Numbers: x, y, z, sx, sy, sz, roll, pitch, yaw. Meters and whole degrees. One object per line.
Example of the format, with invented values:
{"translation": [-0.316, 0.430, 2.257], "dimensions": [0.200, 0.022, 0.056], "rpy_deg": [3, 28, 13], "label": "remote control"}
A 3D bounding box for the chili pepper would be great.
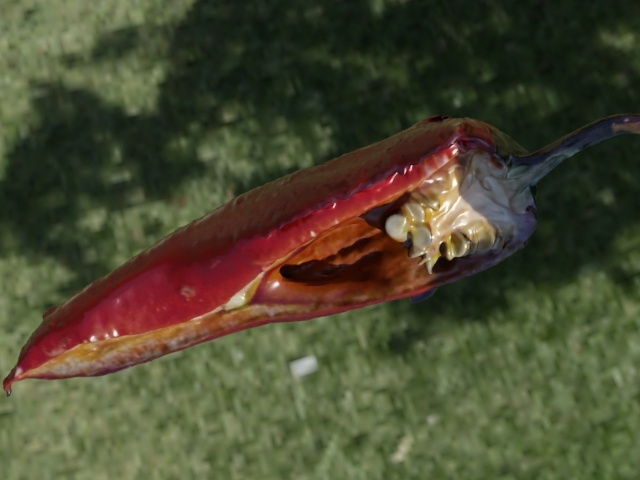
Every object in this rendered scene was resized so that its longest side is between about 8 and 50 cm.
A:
{"translation": [0.000, 0.000, 0.717], "dimensions": [0.268, 0.050, 0.059], "rpy_deg": [-21, 131, 20], "label": "chili pepper"}
